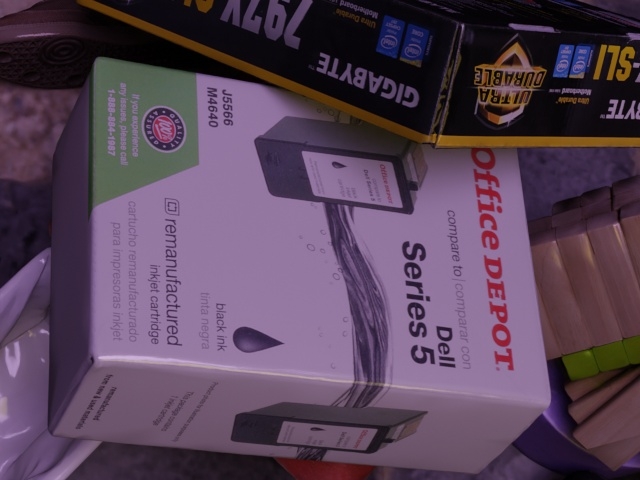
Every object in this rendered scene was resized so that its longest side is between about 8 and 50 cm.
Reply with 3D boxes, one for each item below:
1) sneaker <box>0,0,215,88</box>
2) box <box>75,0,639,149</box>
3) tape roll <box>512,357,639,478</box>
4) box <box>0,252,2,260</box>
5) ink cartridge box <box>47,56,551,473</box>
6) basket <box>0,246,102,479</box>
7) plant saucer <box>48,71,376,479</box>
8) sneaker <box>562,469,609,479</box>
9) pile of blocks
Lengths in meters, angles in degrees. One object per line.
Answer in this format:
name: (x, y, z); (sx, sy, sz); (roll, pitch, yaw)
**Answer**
sneaker: (-0.153, -0.155, 1.284); (0.188, 0.066, 0.071); (-5, 61, -24)
box: (0.042, -0.139, 1.163); (0.257, 0.322, 0.079); (-2, 111, -48)
tape roll: (0.210, 0.076, 1.326); (0.189, 0.080, 0.189); (5, 74, -17)
box: (-0.313, 0.088, 1.099); (0.059, 0.183, 0.233); (42, 63, -41)
ink cartridge box: (-0.016, 0.019, 1.080); (0.272, 0.115, 0.198); (7, 59, -19)
basket: (-0.197, 0.105, 1.172); (0.113, 0.103, 0.167); (45, 67, -2)
plant saucer: (0.000, 0.000, 1.198); (0.258, 0.048, 0.259); (44, 56, 6)
sneaker: (0.119, 0.277, 1.236); (0.124, 0.107, 0.283); (22, 71, -5)
pile of blocks: (0.262, 0.096, 1.254); (0.362, 0.149, 0.113); (43, 24, -13)
